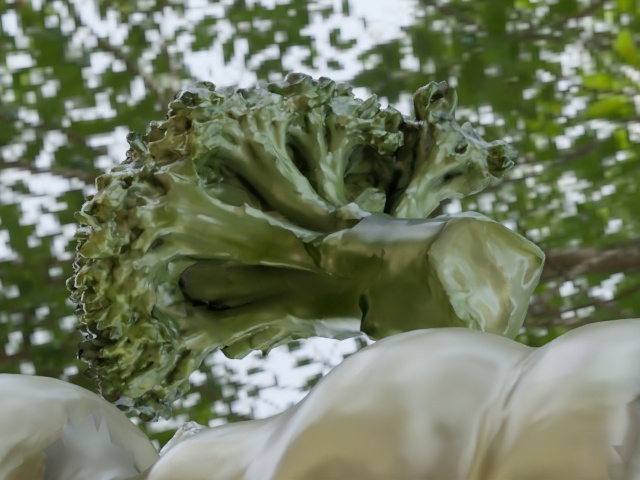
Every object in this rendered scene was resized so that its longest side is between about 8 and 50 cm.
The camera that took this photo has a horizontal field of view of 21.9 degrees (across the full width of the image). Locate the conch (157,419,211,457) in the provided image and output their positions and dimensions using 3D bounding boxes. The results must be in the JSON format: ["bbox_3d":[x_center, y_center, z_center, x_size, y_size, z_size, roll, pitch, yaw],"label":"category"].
[{"bbox_3d":[-0.031,0.217,0.775,0.291,0.159,0.210,41,-29,36],"label":"conch"}]

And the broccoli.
[{"bbox_3d":[-0.028,0.022,1.230,0.353,0.275,0.397,-39,-152,13],"label":"broccoli"}]

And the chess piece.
[{"bbox_3d":[-0.058,0.098,0.401,0.299,0.167,0.167,-1,-81,20],"label":"chess piece"}]
